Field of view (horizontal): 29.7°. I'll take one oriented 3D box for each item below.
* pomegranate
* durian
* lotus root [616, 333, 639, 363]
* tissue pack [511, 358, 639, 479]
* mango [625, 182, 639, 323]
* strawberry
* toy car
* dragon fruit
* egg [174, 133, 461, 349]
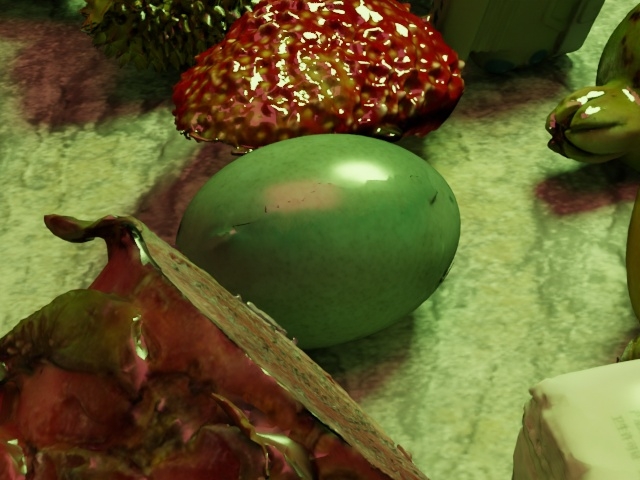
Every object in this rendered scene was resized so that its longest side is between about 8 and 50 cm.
[{"bbox_3d":[0.330,-0.158,1.146,0.240,0.159,0.190,-3,37,6],"label":"pomegranate"},{"bbox_3d":[-0.151,-0.310,1.316,0.258,0.258,0.293,2,57,8],"label":"durian"},{"bbox_3d":[0.294,0.108,0.875,0.165,0.088,0.088,15,40,1],"label":"lotus root"},{"bbox_3d":[0.268,0.235,0.623,0.266,0.194,0.356,-8,43,-5],"label":"tissue pack"},{"bbox_3d":[0.351,-0.063,0.969,0.331,0.195,0.142,-43,31,-26],"label":"mango"},{"bbox_3d":[0.001,-0.165,1.107,0.233,0.138,0.306,16,22,20],"label":"strawberry"},{"bbox_3d":[0.154,-0.356,1.295,0.226,0.242,0.336,-17,61,-22],"label":"toy car"},{"bbox_3d":[-0.088,0.175,0.714,0.263,0.296,0.314,-50,53,0],"label":"dragon fruit"},{"bbox_3d":[0.000,0.000,0.964,0.236,0.169,0.169,-15,40,-13],"label":"egg"}]
